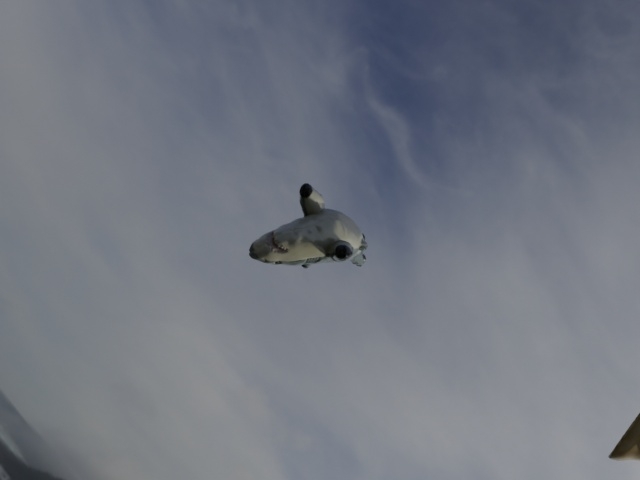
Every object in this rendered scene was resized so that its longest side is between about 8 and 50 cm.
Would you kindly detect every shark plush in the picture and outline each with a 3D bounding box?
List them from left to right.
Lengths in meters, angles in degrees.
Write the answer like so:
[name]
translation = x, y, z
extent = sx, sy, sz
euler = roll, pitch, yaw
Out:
[shark plush]
translation = 0.000, 0.000, 0.522
extent = 0.067, 0.161, 0.073
euler = -38, -101, 17

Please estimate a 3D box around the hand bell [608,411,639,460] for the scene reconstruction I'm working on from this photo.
[hand bell]
translation = 0.383, 0.205, 0.466
extent = 0.242, 0.126, 0.126
euler = 35, -34, 32
